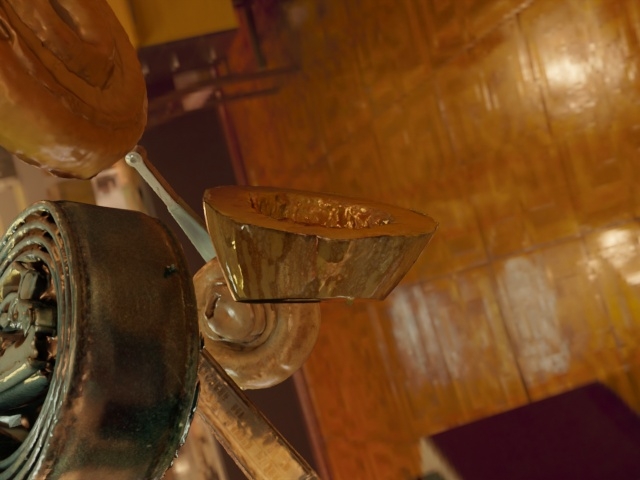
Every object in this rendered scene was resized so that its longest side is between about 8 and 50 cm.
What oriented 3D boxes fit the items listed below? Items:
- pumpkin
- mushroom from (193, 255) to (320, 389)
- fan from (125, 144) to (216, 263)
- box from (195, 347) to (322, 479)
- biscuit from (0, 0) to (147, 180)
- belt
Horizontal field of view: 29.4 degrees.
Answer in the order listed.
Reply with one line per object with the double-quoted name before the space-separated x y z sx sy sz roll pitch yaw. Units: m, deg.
"pumpkin" -0.007 0.015 1.110 0.217 0.218 0.110 -155 74 -69
"mushroom" -0.084 0.091 1.400 0.127 0.166 0.166 1 -110 -68
"fan" -0.144 -0.011 1.493 0.057 0.023 0.282 -12 127 37
"box" -0.053 0.189 1.086 0.325 0.047 0.180 37 164 54
"biscuit" -0.276 -0.202 1.197 0.296 0.102 0.296 49 -157 -29
"belt" -0.180 0.089 0.823 0.267 0.116 0.206 -40 49 47
